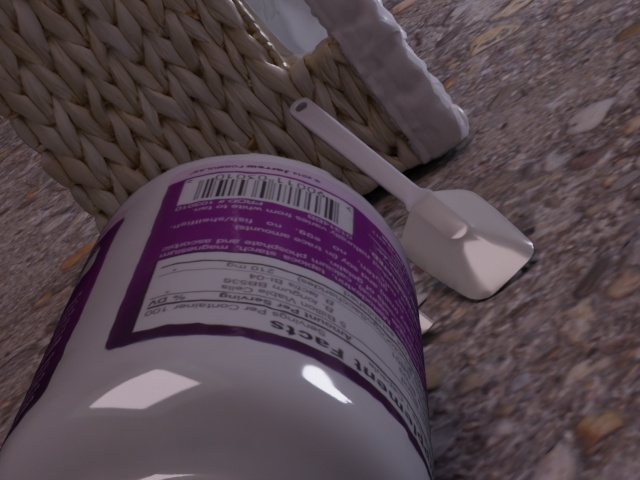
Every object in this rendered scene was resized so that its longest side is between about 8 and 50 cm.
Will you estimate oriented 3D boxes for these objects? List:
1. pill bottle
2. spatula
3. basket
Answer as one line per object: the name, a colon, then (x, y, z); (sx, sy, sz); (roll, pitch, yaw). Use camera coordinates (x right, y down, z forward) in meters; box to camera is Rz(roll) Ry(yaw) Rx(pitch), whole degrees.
pill bottle: (-0.038, 0.089, 0.538); (0.169, 0.169, 0.301); (-29, 20, 14)
spatula: (0.000, 0.000, 0.805); (0.168, 0.019, 0.242); (-41, 40, -5)
basket: (-0.099, -0.172, 1.033); (0.266, 0.328, 0.331); (-35, 20, 7)
